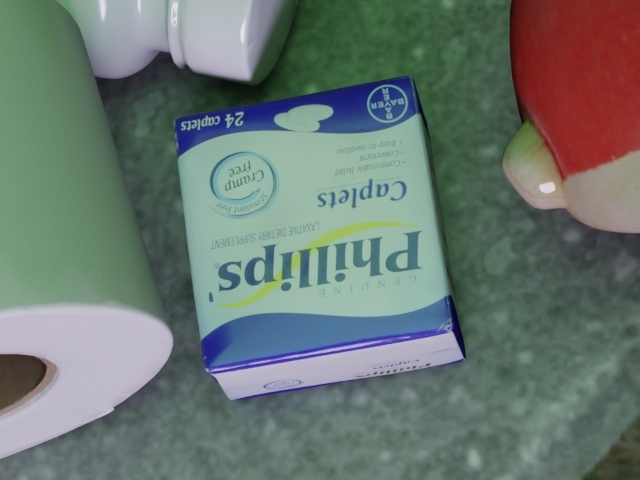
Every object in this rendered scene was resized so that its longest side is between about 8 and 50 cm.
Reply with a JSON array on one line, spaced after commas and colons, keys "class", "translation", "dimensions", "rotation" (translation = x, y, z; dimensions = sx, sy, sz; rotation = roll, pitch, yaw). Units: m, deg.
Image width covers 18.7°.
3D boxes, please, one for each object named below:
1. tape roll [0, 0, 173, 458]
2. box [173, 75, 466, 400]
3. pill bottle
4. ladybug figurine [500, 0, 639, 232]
[{"class": "tape roll", "translation": [-0.208, 0.006, 0.916], "dimensions": [0.246, 0.246, 0.169], "rotation": [-19, 73, 1]}, {"class": "box", "translation": [0.000, 0.000, 0.983], "dimensions": [0.126, 0.072, 0.137], "rotation": [-10, 73, 4]}, {"class": "pill bottle", "translation": [-0.130, -0.155, 1.013], "dimensions": [0.229, 0.131, 0.131], "rotation": [14, 76, 11]}, {"class": "ladybug figurine", "translation": [0.253, -0.179, 0.884], "dimensions": [0.449, 0.305, 0.162], "rotation": [-40, 109, -5]}]
